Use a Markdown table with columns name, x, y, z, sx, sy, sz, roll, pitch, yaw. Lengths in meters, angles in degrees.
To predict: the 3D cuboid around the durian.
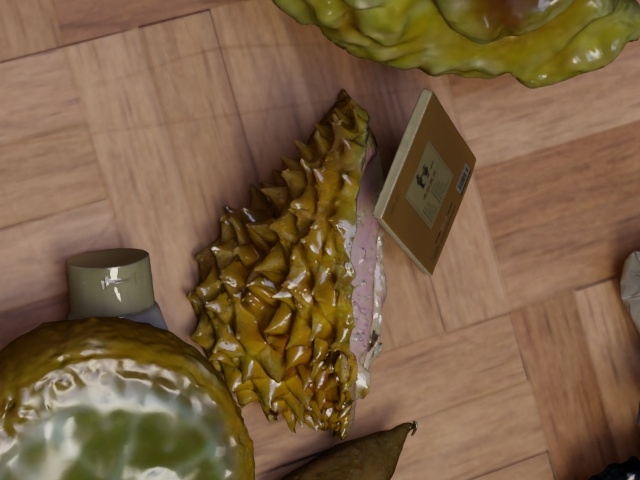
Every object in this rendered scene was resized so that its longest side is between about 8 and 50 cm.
| name | x | y | z | sx | sy | sz | roll | pitch | yaw |
| --- | --- | --- | --- | --- | --- | --- | --- | --- | --- |
| durian | 0.000 | 0.011 | 1.573 | 0.186 | 0.195 | 0.305 | 12 | 86 | -13 |

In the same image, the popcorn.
| name | x | y | z | sx | sy | sz | roll | pitch | yaw |
| --- | --- | --- | --- | --- | --- | --- | --- | --- | --- |
| popcorn | 0.108 | -0.277 | 1.591 | 0.335 | 0.274 | 0.279 | -3 | 61 | -28 |

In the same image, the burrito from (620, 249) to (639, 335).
| name | x | y | z | sx | sy | sz | roll | pitch | yaw |
| --- | --- | --- | --- | --- | --- | --- | --- | --- | --- |
| burrito | 0.487 | 0.027 | 1.796 | 0.446 | 0.101 | 0.139 | -12 | 94 | -21 |

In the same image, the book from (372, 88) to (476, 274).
| name | x | y | z | sx | sy | sz | roll | pitch | yaw |
| --- | --- | --- | --- | --- | --- | --- | --- | --- | --- |
| book | 0.092 | -0.047 | 1.633 | 0.012 | 0.172 | 0.118 | 17 | 78 | 22 |

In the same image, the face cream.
| name | x | y | z | sx | sy | sz | roll | pitch | yaw |
| --- | --- | --- | --- | --- | --- | --- | --- | --- | --- |
| face cream | -0.169 | 0.123 | 1.580 | 0.114 | 0.070 | 0.224 | -8 | 103 | -17 |

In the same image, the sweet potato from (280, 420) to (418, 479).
| name | x | y | z | sx | sy | sz | roll | pitch | yaw |
| --- | --- | --- | --- | --- | --- | --- | --- | --- | --- |
| sweet potato | -0.022 | 0.241 | 1.612 | 0.269 | 0.075 | 0.074 | -37 | 101 | -25 |

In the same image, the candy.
| name | x | y | z | sx | sy | sz | roll | pitch | yaw |
| --- | --- | --- | --- | --- | --- | --- | --- | --- | --- |
| candy | -0.178 | 0.185 | 1.513 | 0.260 | 0.118 | 0.259 | -6 | 110 | -17 |

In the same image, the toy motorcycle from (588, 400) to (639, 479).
| name | x | y | z | sx | sy | sz | roll | pitch | yaw |
| --- | --- | --- | --- | --- | --- | --- | --- | --- | --- |
| toy motorcycle | 0.430 | 0.214 | 1.706 | 0.416 | 0.172 | 0.232 | 5 | 110 | -14 |
